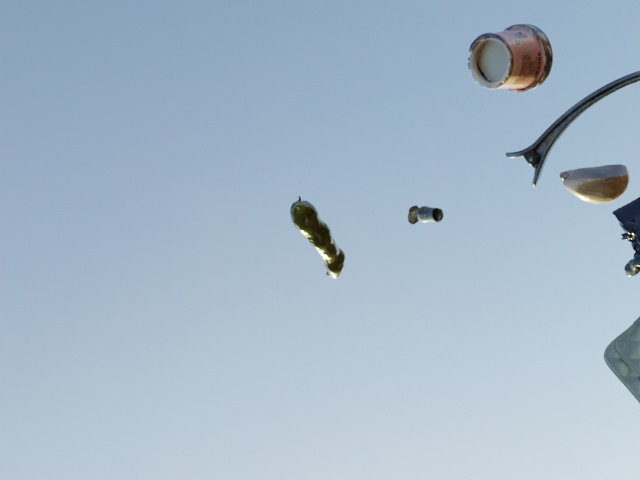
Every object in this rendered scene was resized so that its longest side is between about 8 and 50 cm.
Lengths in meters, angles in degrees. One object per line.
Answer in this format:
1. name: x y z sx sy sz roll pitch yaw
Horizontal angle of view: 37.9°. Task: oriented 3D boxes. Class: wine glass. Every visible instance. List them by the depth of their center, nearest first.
1. wine glass: 0.222 -0.052 1.971 0.039 0.083 0.042 48 -111 -27

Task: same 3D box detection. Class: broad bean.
1. broad bean: 0.001 0.000 1.767 0.256 0.052 0.052 60 -144 -53

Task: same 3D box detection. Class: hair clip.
1. hair clip: 0.459 -0.216 1.669 0.275 0.083 0.048 -44 -13 21

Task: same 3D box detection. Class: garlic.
1. garlic: 0.740 -0.147 2.479 0.195 0.101 0.087 -7 -47 -7

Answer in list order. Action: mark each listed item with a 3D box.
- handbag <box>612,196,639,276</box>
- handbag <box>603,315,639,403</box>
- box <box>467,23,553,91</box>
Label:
1. handbag: 0.746 0.000 1.876 0.269 0.326 0.118 -29 -63 7
2. handbag: 0.646 0.216 1.638 0.219 0.256 0.079 -49 -41 15
3. box: 0.413 -0.401 2.069 0.135 0.151 0.151 -13 -49 -37
